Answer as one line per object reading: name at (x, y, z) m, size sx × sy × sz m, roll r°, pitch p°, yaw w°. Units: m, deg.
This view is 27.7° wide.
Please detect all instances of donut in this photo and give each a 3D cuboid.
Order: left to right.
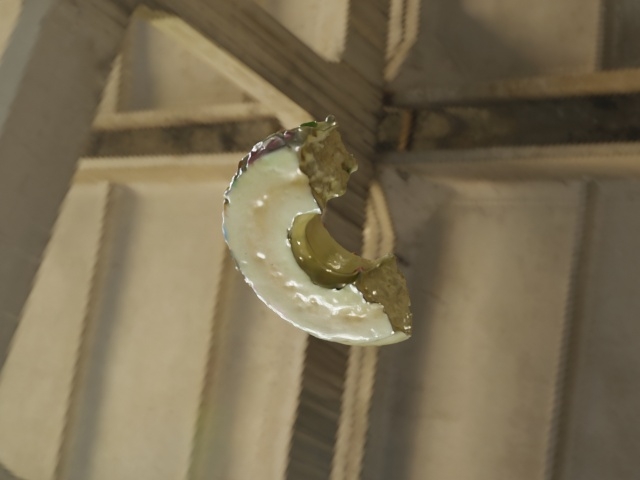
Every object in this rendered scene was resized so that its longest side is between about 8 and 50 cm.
donut at (-0.005, -0.002, 0.880) m, size 0.108 × 0.166 × 0.065 m, roll -13°, pitch -158°, yaw 39°
